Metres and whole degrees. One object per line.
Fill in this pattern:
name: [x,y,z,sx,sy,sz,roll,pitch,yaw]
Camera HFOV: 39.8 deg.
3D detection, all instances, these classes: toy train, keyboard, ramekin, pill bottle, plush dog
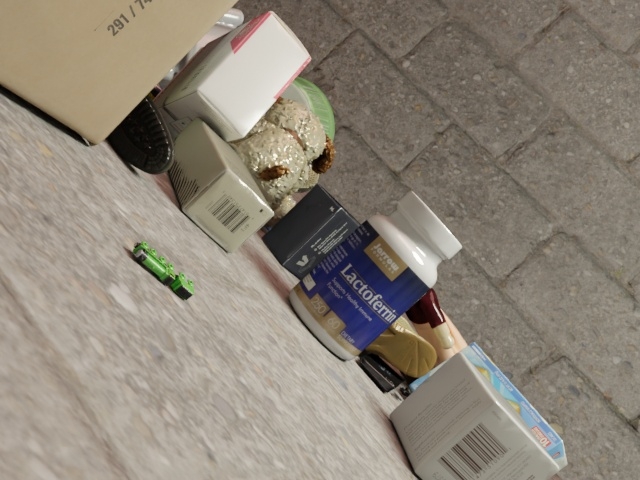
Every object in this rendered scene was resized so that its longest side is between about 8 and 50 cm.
toy train: [-0.160,0.032,0.904,0.083,0.017,0.024,44,16,-31]
keyboard: [0.118,0.245,1.573,0.108,0.023,0.180,41,4,11]
ramekin: [-0.125,-0.313,2.416,0.303,0.303,0.148,48,12,10]
pill bottle: [0.090,0.054,1.422,0.153,0.264,0.153,46,5,-5]
plush dog: [-0.084,-0.187,1.767,0.262,0.225,0.210,44,-31,-17]

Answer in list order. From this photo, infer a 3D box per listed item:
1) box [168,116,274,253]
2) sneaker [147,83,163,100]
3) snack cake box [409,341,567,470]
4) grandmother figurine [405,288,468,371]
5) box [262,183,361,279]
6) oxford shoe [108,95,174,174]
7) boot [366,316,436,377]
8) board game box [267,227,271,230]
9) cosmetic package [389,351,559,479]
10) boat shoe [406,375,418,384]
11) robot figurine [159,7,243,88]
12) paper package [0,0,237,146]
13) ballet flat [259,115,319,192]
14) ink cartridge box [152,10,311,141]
box: [-0.168,-0.094,1.394,0.113,0.094,0.275,45,5,-27]
sneaker: [-0.348,-0.304,1.798,0.144,0.053,0.059,57,7,12]
snack cake box: [0.292,0.326,1.570,0.264,0.152,0.089,51,-11,45]
grandmother figurine: [0.200,0.133,1.712,0.207,0.104,0.342,26,-31,55]
box: [0.000,0.000,1.720,0.093,0.156,0.158,50,6,40]
oxford shoe: [-0.263,-0.169,1.257,0.227,0.082,0.096,51,2,29]
boot: [0.081,0.138,1.647,0.262,0.095,0.203,37,0,-21]
board game box: [-0.081,-0.009,1.902,0.090,0.020,0.090,46,4,-1]
cosmetic package: [0.217,0.290,1.285,0.151,0.151,0.184,46,6,-15]
boat shoe: [0.207,0.281,1.847,0.049,0.056,0.152,40,6,-14]
robot figurine: [-0.258,-0.410,2.101,0.353,0.300,0.199,5,8,-37]
paper package: [-0.262,-0.311,0.979,0.168,0.325,0.309,49,6,25]
ballet flat: [-0.223,-0.277,2.254,0.483,0.164,0.182,42,25,10]
ink cartridge box: [-0.175,-0.279,1.599,0.117,0.207,0.283,45,-21,-21]
